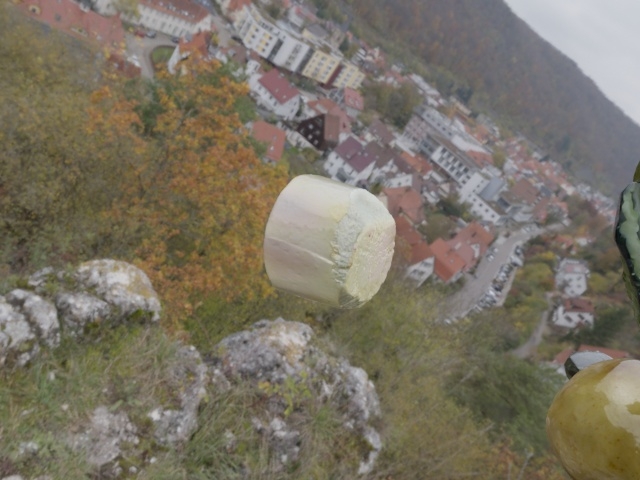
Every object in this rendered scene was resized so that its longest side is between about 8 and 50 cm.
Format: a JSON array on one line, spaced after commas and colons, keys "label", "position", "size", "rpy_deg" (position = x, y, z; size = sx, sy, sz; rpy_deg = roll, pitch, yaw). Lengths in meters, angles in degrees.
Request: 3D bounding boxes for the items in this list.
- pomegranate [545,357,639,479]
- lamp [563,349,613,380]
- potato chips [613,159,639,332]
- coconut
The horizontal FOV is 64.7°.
[{"label": "pomegranate", "position": [0.463, 0.284, 0.747], "size": [0.233, 0.233, 0.233], "rpy_deg": [31, 23, -15]}, {"label": "lamp", "position": [0.617, 0.300, 1.137], "size": [0.250, 0.101, 0.101], "rpy_deg": [21, 28, -36]}, {"label": "potato chips", "position": [0.472, -0.031, 0.462], "size": [0.070, 0.358, 0.430], "rpy_deg": [20, 64, -56]}, {"label": "coconut", "position": [0.000, 0.000, 0.962], "size": [0.244, 0.239, 0.239], "rpy_deg": [19, 11, 31]}]
